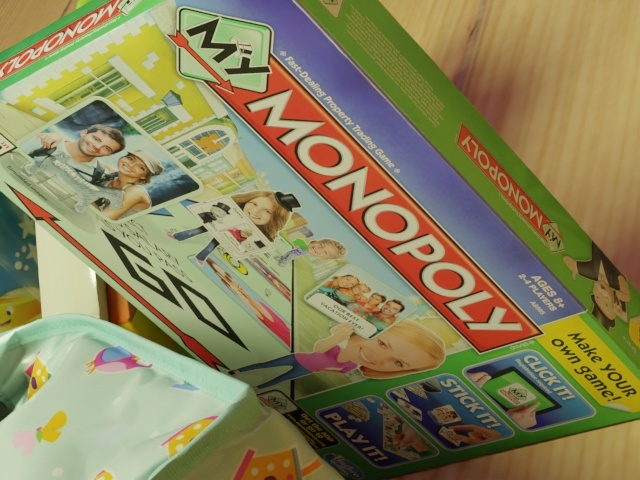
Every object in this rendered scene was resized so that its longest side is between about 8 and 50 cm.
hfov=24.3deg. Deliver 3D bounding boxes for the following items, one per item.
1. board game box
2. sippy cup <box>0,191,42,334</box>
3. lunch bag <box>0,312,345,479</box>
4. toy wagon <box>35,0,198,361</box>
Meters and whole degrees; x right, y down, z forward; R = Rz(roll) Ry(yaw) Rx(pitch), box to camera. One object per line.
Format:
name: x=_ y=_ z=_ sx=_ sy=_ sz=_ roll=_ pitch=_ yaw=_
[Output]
board game box: x=0.000 y=0.000 z=0.714 sx=0.213 sy=0.317 sz=0.046 roll=-20 pitch=38 yaw=38
sippy cup: x=-0.260 y=0.030 z=1.118 sx=0.305 sy=0.224 sz=0.240 roll=4 pitch=55 yaw=55
lunch bag: x=-0.079 y=0.158 z=0.703 sx=0.160 sy=0.223 sz=0.262 roll=-48 pitch=29 yaw=-20
toy wagon: x=-0.066 y=-0.040 z=0.913 sx=0.068 sy=0.267 sz=0.344 roll=-5 pitch=44 yaw=28
